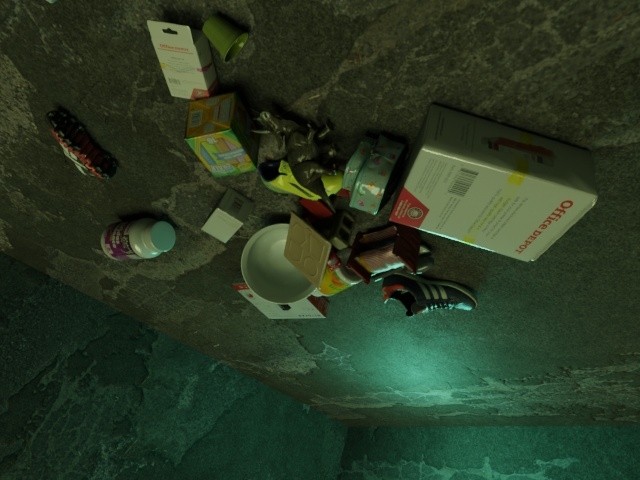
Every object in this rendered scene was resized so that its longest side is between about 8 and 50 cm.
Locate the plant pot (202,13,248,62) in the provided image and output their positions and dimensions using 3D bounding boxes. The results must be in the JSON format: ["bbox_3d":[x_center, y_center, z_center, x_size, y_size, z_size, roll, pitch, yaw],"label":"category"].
[{"bbox_3d":[-0.220,-0.463,0.945,0.079,0.083,0.083,41,141,-11],"label":"plant pot"}]

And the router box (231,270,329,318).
[{"bbox_3d":[-0.174,0.240,1.878,0.336,0.082,0.301,-8,137,34],"label":"router box"}]

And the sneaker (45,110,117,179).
[{"bbox_3d":[-0.831,-0.313,1.419,0.135,0.097,0.276,-2,141,25],"label":"sneaker"}]

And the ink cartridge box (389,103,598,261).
[{"bbox_3d":[0.398,-0.127,1.025,0.385,0.160,0.279,18,146,2],"label":"ink cartridge box"}]

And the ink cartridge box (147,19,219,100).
[{"bbox_3d":[-0.329,-0.446,1.021,0.115,0.067,0.198,13,147,9],"label":"ink cartridge box"}]

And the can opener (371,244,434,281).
[{"bbox_3d":[0.261,0.086,1.446,0.074,0.093,0.280,33,143,-26],"label":"can opener"}]

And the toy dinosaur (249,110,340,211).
[{"bbox_3d":[-0.034,-0.220,1.109,0.160,0.121,0.313,-20,104,39],"label":"toy dinosaur"}]

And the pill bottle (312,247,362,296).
[{"bbox_3d":[0.047,0.130,1.571,0.136,0.136,0.246,32,144,-18],"label":"pill bottle"}]

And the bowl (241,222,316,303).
[{"bbox_3d":[-0.131,0.072,1.529,0.298,0.134,0.297,0,102,0],"label":"bowl"}]

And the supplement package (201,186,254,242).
[{"bbox_3d":[-0.331,-0.086,1.484,0.105,0.105,0.179,32,143,-18],"label":"supplement package"}]

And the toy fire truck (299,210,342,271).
[{"bbox_3d":[0.000,0.000,1.377,0.047,0.192,0.135,-32,131,3],"label":"toy fire truck"}]

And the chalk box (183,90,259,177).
[{"bbox_3d":[-0.243,-0.260,1.113,0.132,0.132,0.213,-9,152,12],"label":"chalk box"}]

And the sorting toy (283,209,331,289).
[{"bbox_3d":[-0.042,0.029,1.348,0.193,0.038,0.208,41,137,33],"label":"sorting toy"}]

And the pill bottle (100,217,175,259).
[{"bbox_3d":[-0.753,-0.007,1.741,0.302,0.169,0.169,-5,138,31],"label":"pill bottle"}]

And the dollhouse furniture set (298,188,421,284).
[{"bbox_3d":[0.119,-0.035,1.294,0.374,0.152,0.201,40,141,-27],"label":"dollhouse furniture set"}]

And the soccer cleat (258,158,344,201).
[{"bbox_3d":[-0.061,-0.183,1.204,0.289,0.093,0.121,6,147,35],"label":"soccer cleat"}]

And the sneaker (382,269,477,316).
[{"bbox_3d":[0.388,0.220,1.520,0.350,0.148,0.131,15,145,6],"label":"sneaker"}]

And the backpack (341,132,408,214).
[{"bbox_3d":[0.134,-0.165,1.077,0.144,0.188,0.166,18,146,2],"label":"backpack"}]

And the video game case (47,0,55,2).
[{"bbox_3d":[-0.376,-0.553,0.704,0.025,0.285,0.204,29,144,-15],"label":"video game case"}]
